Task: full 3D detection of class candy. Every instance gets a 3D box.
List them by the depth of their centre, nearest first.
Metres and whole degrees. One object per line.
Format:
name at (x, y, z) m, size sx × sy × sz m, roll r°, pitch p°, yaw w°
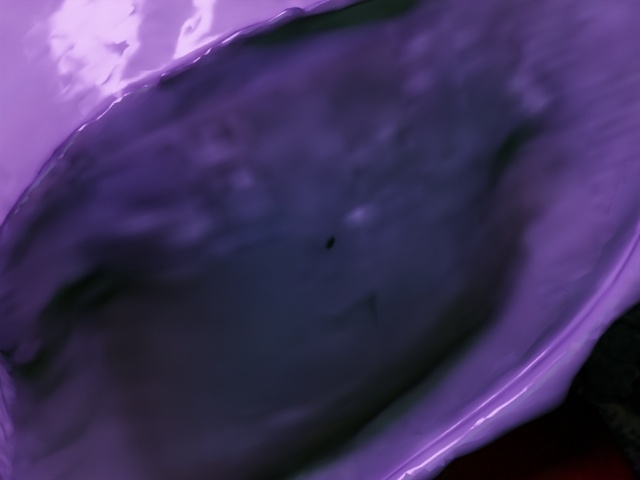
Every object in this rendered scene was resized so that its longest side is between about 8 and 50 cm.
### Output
candy at (-0.005, -0.036, 0.957) m, size 0.427 × 0.186 × 0.386 m, roll -26°, pitch 132°, yaw -3°

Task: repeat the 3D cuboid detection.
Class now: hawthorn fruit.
hawthorn fruit at (0.117, 0.170, 1.198) m, size 0.190 × 0.189 × 0.251 m, roll 14°, pitch 97°, yaw -7°
